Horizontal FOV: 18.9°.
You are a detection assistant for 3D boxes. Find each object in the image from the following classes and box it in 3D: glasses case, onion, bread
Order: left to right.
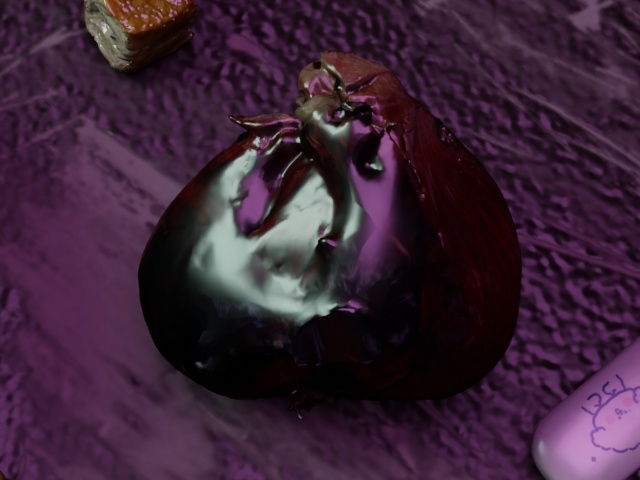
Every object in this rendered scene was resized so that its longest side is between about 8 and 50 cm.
[{"bbox_3d":[-0.141,-0.180,1.473,0.070,0.083,0.077,-29,80,-20],"label":"bread"},{"bbox_3d":[0.002,0.016,1.362,0.281,0.281,0.221,10,40,0],"label":"onion"},{"bbox_3d":[0.241,0.116,1.422,0.197,0.049,0.076,-37,79,-13],"label":"glasses case"}]

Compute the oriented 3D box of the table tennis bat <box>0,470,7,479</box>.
[{"bbox_3d":[-0.359,0.098,1.398,0.321,0.050,0.198,37,76,12],"label":"table tennis bat"}]
